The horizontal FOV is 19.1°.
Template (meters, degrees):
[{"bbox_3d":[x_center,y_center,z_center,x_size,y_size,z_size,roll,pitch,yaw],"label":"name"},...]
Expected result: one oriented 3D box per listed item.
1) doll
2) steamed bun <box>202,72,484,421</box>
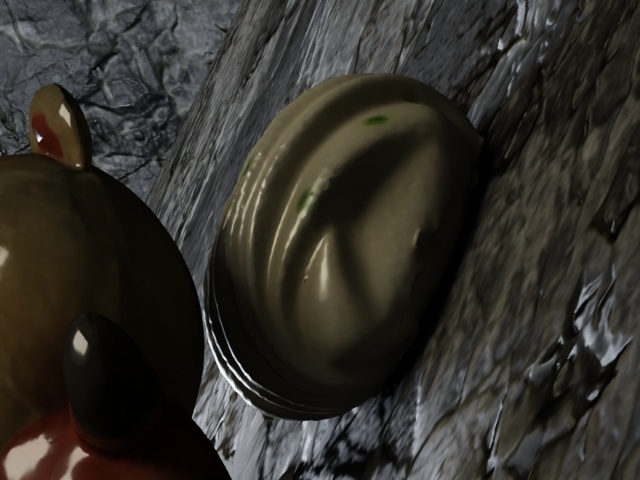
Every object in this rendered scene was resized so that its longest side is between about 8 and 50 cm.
[{"bbox_3d":[-0.112,0.097,0.883,0.330,0.174,0.235,66,147,36],"label":"doll"},{"bbox_3d":[0.000,0.000,0.951,0.183,0.106,0.183,-60,11,19],"label":"steamed bun"}]
